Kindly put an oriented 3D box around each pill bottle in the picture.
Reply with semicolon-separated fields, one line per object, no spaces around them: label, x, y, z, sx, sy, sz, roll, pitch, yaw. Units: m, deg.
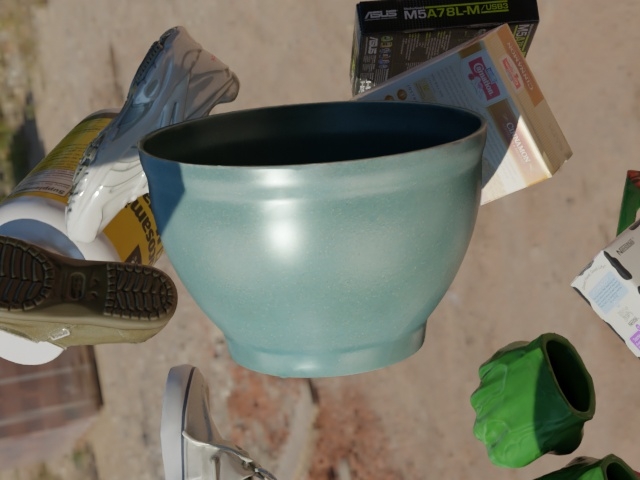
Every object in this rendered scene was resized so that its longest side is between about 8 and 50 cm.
pill bottle;-0.289;-0.006;1.702;0.334;0.188;0.188;-59;-21;-51

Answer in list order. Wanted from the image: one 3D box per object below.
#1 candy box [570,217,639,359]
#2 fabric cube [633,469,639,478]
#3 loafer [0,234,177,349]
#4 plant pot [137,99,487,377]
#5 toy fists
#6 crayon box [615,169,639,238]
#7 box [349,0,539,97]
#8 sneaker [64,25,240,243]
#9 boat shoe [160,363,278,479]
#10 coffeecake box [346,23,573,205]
candy box;0.345;0.053;1.230;0.196;0.165;0.070;48;151;12
fabric cube;0.461;0.502;1.846;0.258;0.254;0.259;-54;-15;-63
loafer;-0.158;0.037;0.823;0.050;0.148;0.056;103;178;-51
plant pot;0.000;0.000;1.215;0.293;0.293;0.196;-148;51;-66
toy fists;0.262;0.243;1.575;0.142;0.096;0.279;-37;70;37
crayon box;0.458;-0.021;1.449;0.081;0.318;0.202;71;-152;-45
box;0.126;-0.202;1.509;0.191;0.184;0.045;91;171;-73
sneaker;-0.156;-0.082;1.356;0.232;0.115;0.090;-55;18;13
boat shoe;-0.133;0.340;1.974;0.136;0.156;0.367;76;-173;-60
coffeecake box;0.123;-0.102;1.359;0.185;0.068;0.142;-22;100;35
